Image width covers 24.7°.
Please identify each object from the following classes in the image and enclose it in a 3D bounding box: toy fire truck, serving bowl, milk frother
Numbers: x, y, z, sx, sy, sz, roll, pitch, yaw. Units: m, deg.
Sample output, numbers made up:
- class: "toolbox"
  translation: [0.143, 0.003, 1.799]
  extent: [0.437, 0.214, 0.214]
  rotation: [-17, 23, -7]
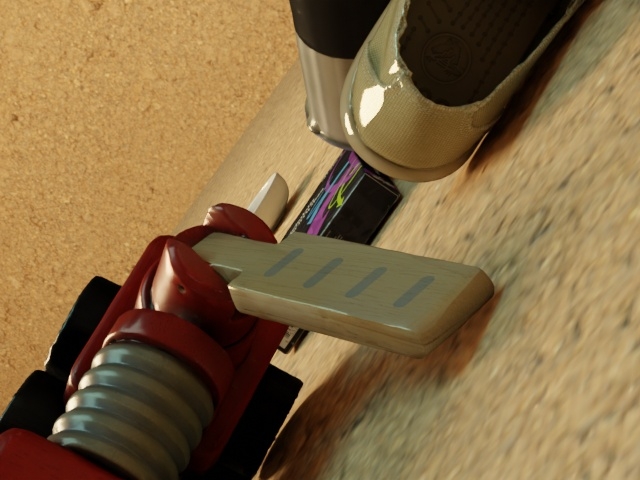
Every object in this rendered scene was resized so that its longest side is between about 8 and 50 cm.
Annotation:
- class: "toy fire truck"
  translation: [-0.057, 0.079, 0.599]
  extent: [0.217, 0.158, 0.246]
  rotation: [-61, -2, -35]
- class: "serving bowl"
  translation: [-0.053, -0.022, 1.352]
  extent: [0.083, 0.027, 0.083]
  rotation: [-55, 7, 10]
- class: "milk frother"
  translation: [0.049, -0.109, 0.853]
  extent: [0.134, 0.129, 0.143]
  rotation: [78, -179, -51]

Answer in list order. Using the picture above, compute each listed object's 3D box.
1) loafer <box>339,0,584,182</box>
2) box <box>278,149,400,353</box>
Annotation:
- class: "loafer"
  translation: [0.099, -0.151, 0.696]
  extent: [0.268, 0.102, 0.092]
  rotation: [-66, 10, -5]
- class: "box"
  translation: [0.000, 0.000, 0.915]
  extent: [0.116, 0.029, 0.162]
  rotation: [-55, 6, 7]
